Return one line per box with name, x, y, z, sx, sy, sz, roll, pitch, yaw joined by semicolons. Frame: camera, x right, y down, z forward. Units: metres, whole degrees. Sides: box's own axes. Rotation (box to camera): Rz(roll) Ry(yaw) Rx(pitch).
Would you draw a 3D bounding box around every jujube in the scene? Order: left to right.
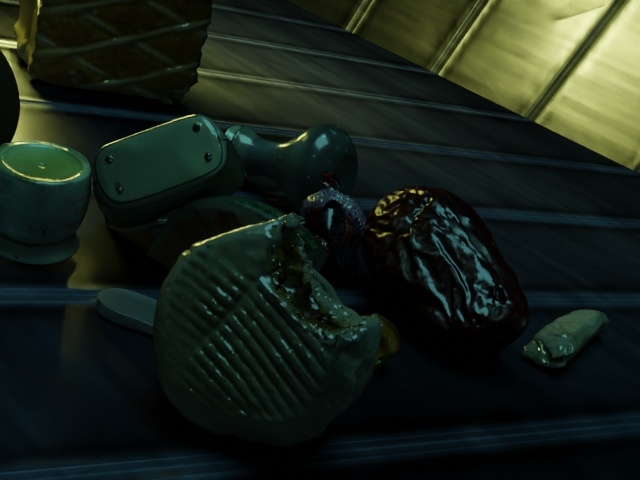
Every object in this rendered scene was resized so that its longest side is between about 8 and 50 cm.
jujube;0.207;0.056;1.760;0.216;0.216;0.342;5;31;-32

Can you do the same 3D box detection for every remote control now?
remote control;-0.191;0.120;1.487;0.245;0.022;0.077;20;20;3

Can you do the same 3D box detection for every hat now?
hat;0.003;-0.002;1.828;0.129;0.140;0.227;12;33;12

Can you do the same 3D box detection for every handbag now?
handbag;-0.235;-0.091;1.684;0.241;0.109;0.315;-18;-7;-5

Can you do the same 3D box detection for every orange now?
orange;0.071;0.147;1.570;0.086;0.086;0.062;12;-1;-18

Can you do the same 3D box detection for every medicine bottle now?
medicine bottle;-0.410;-0.054;1.564;0.147;0.143;0.147;12;28;-6

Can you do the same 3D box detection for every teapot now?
teapot;-0.063;-0.145;2.063;0.251;0.183;0.183;14;18;23

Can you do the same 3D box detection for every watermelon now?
watermelon;-0.122;0.018;1.629;0.260;0.256;0.176;38;71;24

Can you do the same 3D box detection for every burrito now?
burrito;0.432;0.161;1.852;0.082;0.059;0.275;14;16;31

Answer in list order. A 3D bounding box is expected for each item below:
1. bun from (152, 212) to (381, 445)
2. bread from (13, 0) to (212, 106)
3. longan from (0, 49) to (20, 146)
bun;-0.064;0.115;1.314;0.281;0.281;0.205;23;5;12
bread;-0.452;-0.524;2.375;0.390;0.371;0.279;5;29;-22
longan;-0.609;-0.230;1.714;0.300;0.243;0.300;32;41;-34
